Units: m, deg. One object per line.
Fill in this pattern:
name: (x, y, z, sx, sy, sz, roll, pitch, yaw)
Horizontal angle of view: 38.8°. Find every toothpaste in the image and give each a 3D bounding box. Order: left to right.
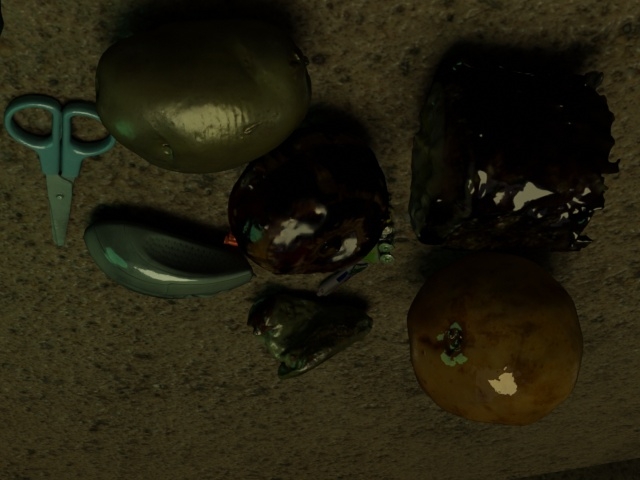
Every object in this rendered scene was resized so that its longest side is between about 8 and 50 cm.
toothpaste: (0.048, 0.082, 2.027, 0.045, 0.028, 0.170, 12, 143, -39)

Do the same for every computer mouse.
computer mouse: (-0.307, 0.059, 1.869, 0.370, 0.122, 0.188, 14, 162, -21)

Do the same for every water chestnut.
water chestnut: (-0.031, -0.080, 1.597, 0.300, 0.300, 0.300, -1, 147, -1)

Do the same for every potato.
potato: (-0.176, -0.217, 1.383, 0.326, 0.221, 0.243, -4, 145, -4)

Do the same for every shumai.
shumai: (-0.023, 0.188, 2.120, 0.272, 0.204, 0.222, -20, 168, -45)

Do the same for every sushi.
sushi: (0.298, -0.135, 1.470, 0.294, 0.300, 0.281, 4, 169, -3)

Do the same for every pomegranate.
pomegranate: (0.387, 0.208, 1.942, 0.410, 0.410, 0.410, -1, 147, -1)

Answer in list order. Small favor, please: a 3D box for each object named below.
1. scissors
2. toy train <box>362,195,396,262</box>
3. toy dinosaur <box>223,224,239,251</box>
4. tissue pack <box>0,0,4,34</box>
scissors: (-0.488, -0.112, 1.708, 0.192, 0.029, 0.447, 7, 146, -12)
toy train: (0.110, -0.022, 1.839, 0.081, 0.060, 0.202, 0, 146, 8)
toy dinosaur: (-0.133, -0.021, 1.823, 0.101, 0.055, 0.279, 8, 162, -27)
tissue pack: (-0.503, -0.343, 1.116, 0.198, 0.287, 0.206, -18, 144, 25)
